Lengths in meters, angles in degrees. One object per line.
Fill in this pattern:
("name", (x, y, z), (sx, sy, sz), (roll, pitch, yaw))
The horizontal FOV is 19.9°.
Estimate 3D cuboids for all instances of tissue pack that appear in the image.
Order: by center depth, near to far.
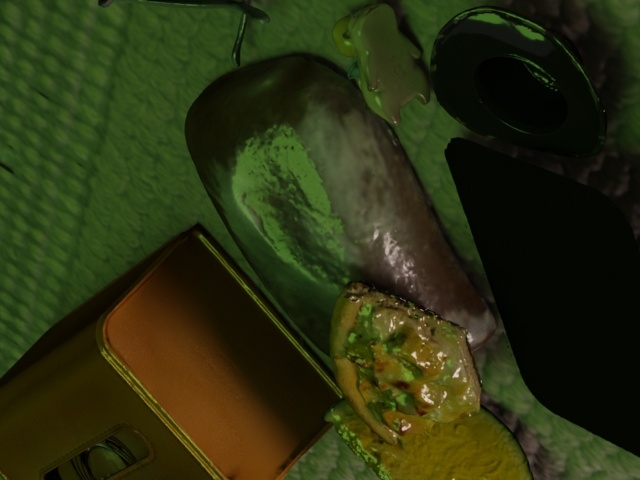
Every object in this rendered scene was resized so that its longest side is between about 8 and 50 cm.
("tissue pack", (-0.141, 0.141, 1.484), (0.194, 0.145, 0.274), (47, 143, -7))

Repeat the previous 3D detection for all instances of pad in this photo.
("pad", (0.232, 0.054, 1.141), (0.323, 0.055, 0.250), (7, 134, 34))

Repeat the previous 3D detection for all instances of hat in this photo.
("hat", (0.126, -0.100, 1.096), (0.121, 0.050, 0.121), (21, 144, 16))

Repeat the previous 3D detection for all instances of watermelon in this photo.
("watermelon", (0.101, 0.160, 1.333), (0.181, 0.092, 0.075), (48, 129, 7))

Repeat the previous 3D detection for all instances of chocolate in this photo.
("chocolate", (0.000, 0.001, 1.276), (0.157, 0.080, 0.254), (-12, 117, 46))

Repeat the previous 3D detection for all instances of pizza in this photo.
("pizza", (0.056, 0.090, 1.249), (0.099, 0.035, 0.160), (3, 140, 17))

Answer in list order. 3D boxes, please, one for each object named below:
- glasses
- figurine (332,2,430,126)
("glasses", (-0.078, -0.174, 1.229), (0.104, 0.062, 0.140), (29, 145, -18))
("figurine", (0.032, -0.115, 1.175), (0.051, 0.047, 0.083), (10, 127, 49))
